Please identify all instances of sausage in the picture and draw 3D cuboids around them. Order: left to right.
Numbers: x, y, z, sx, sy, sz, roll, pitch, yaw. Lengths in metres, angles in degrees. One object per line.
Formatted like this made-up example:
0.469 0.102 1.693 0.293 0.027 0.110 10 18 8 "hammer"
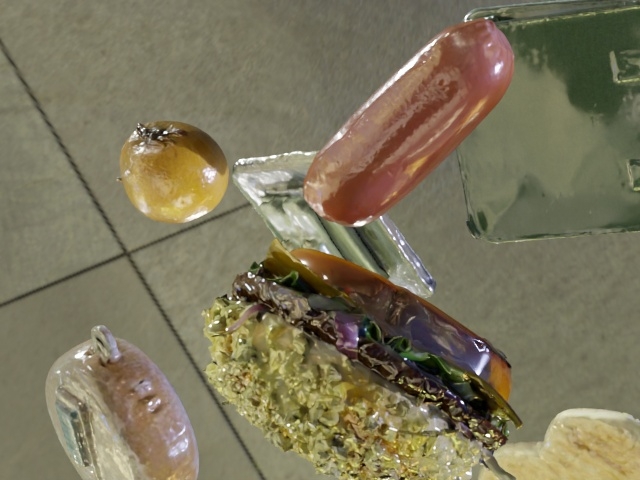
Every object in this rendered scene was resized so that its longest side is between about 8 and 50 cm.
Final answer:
0.065 -0.085 0.760 0.077 0.077 0.194 42 109 -13 "sausage"

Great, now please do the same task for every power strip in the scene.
0.000 0.000 1.126 0.198 0.064 0.213 -3 132 53 "power strip"

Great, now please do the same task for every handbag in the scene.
0.264 -0.124 1.067 0.260 0.079 0.248 0 114 30 "handbag"

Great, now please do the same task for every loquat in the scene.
-0.190 -0.088 1.320 0.141 0.141 0.141 3 116 6 "loquat"

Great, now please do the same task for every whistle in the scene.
-0.112 0.143 0.599 0.107 0.057 0.220 25 133 40 "whistle"

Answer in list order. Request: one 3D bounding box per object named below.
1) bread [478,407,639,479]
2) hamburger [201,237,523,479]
0.285 0.289 0.928 0.316 0.054 0.316 12 113 29 "bread"
0.032 0.104 0.742 0.261 0.243 0.139 28 83 7 "hamburger"
